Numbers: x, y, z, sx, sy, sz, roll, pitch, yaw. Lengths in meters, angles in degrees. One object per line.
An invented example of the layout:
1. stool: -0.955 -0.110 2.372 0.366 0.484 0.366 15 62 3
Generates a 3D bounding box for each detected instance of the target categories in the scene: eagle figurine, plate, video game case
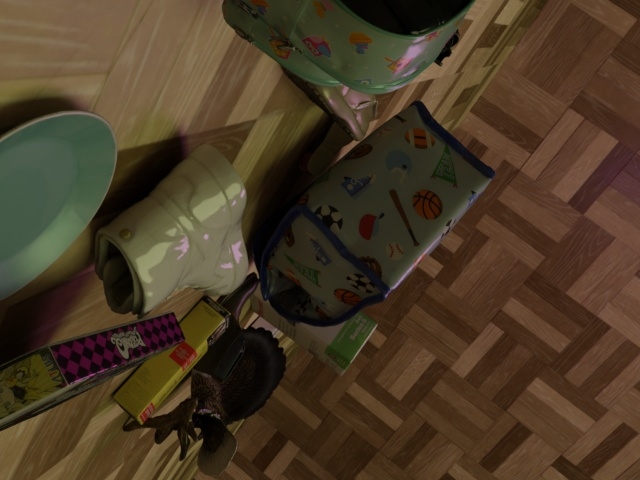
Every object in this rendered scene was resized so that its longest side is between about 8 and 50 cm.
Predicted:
1. eagle figurine: -0.216 0.312 1.404 0.298 0.226 0.225 -19 126 -66
2. plate: -0.226 -0.023 0.504 0.188 0.024 0.188 -52 171 -11
3. video game case: -0.263 0.137 0.634 0.210 0.041 0.232 -27 176 10

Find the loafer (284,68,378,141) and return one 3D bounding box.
1. loafer: 0.036 -0.203 0.893 0.092 0.102 0.268 -48 172 7

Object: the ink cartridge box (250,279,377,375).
1. ink cartridge box: -0.021 0.178 1.582 0.114 0.273 0.198 -52 172 -18

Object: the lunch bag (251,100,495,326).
1. lunch bag: 0.063 -0.022 1.223 0.328 0.239 0.385 -42 176 -26

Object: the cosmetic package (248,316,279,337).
1. cosmetic package: -0.150 0.240 1.860 0.239 0.060 0.099 -46 172 -38

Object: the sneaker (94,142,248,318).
1. sneaker: -0.173 0.023 0.769 0.169 0.108 0.292 -42 164 -22

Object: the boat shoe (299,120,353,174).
1. boat shoe: 0.016 -0.166 1.141 0.137 0.049 0.043 -52 -152 -9

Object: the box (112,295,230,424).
1. box: -0.253 0.206 1.179 0.232 0.058 0.087 -48 171 -24

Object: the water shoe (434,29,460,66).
1. water shoe: 0.212 -0.378 1.182 0.073 0.080 0.203 -52 171 -8

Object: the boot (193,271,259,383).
1. boot: -0.168 0.170 1.322 0.219 0.106 0.082 -50 171 -12

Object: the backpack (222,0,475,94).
1. backpack: 0.023 -0.204 0.529 0.166 0.188 0.144 -48 170 -32
